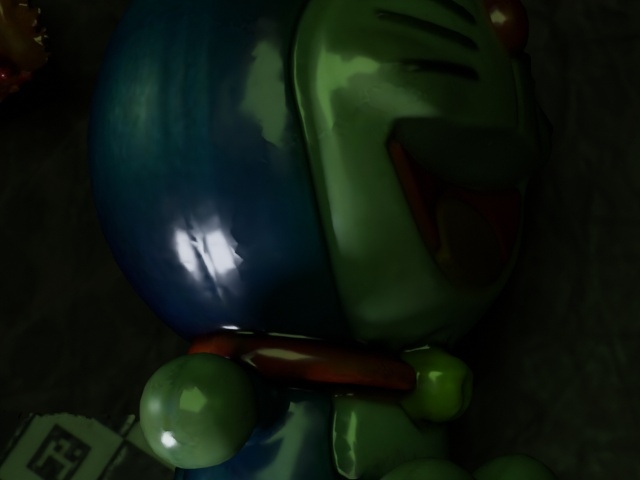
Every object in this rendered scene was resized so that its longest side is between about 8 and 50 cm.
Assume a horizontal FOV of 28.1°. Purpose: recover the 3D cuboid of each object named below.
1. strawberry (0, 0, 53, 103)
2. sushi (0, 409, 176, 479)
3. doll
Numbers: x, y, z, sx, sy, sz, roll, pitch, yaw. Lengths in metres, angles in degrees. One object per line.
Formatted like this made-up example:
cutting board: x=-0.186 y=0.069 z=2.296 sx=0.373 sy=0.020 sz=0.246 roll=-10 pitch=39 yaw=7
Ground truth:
strawberry: x=-0.241 y=-0.117 z=0.708 sx=0.192 sy=0.085 sz=0.140 roll=-2 pitch=50 yaw=-6
sushi: x=-0.180 y=0.193 z=0.576 sx=0.290 sy=0.050 sz=0.264 roll=2 pitch=68 yaw=17
doll: x=0.000 y=0.000 z=0.527 sx=0.186 sy=0.198 sz=0.321 roll=-6 pitch=75 yaw=28
